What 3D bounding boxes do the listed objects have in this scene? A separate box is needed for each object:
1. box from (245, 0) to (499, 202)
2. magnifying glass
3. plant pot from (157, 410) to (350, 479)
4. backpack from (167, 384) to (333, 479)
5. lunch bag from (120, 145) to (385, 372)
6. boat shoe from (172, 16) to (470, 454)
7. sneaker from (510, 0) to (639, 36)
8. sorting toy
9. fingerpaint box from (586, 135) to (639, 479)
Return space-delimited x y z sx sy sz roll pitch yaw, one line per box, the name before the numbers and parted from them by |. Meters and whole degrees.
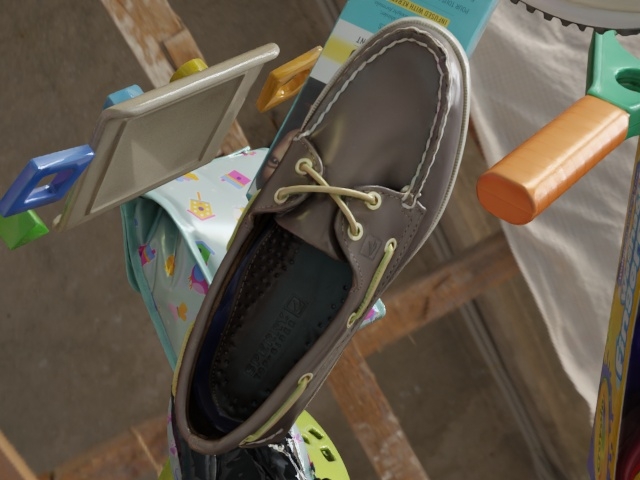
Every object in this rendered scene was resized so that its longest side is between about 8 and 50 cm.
box | 0.044 -0.113 0.847 0.100 0.060 0.244 26 -98 7
magnifying glass | 0.147 -0.069 0.540 0.231 0.092 0.026 -37 -33 -39
plant pot | -0.074 0.365 1.452 0.227 0.207 0.228 6 -66 -50
backpack | -0.085 0.207 1.080 0.152 0.115 0.182 -15 -109 -16
lunch bag | -0.091 0.026 1.281 0.223 0.160 0.262 -21 -102 -41
boat shoe | 0.000 0.000 0.750 0.117 0.097 0.324 31 -79 9
sneaker | 0.068 -0.127 0.365 0.057 0.161 0.075 -40 -31 -30
sorting toy | -0.141 -0.097 0.968 0.348 0.196 0.047 -30 -102 -39
fingerpaint box | 0.345 0.115 0.903 0.163 0.371 0.444 3 -65 2
